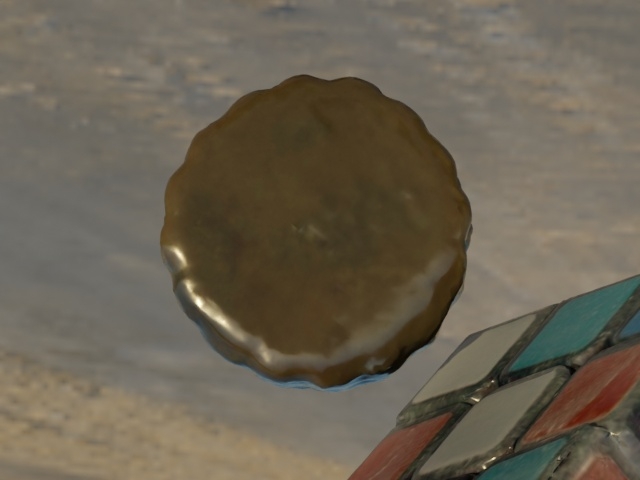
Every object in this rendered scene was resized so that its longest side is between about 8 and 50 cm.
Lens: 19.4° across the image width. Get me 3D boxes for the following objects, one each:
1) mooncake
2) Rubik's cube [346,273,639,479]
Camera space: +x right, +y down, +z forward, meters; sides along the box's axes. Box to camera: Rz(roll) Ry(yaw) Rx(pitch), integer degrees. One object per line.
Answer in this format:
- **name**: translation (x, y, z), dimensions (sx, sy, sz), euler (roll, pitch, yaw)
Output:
- **mooncake**: translation (0.000, 0.000, 1.365), dimensions (0.228, 0.228, 0.124), euler (3, 169, 2)
- **Rubik's cube**: translation (0.210, 0.245, 1.230), dimensions (0.359, 0.362, 0.363), euler (-42, -174, -39)
